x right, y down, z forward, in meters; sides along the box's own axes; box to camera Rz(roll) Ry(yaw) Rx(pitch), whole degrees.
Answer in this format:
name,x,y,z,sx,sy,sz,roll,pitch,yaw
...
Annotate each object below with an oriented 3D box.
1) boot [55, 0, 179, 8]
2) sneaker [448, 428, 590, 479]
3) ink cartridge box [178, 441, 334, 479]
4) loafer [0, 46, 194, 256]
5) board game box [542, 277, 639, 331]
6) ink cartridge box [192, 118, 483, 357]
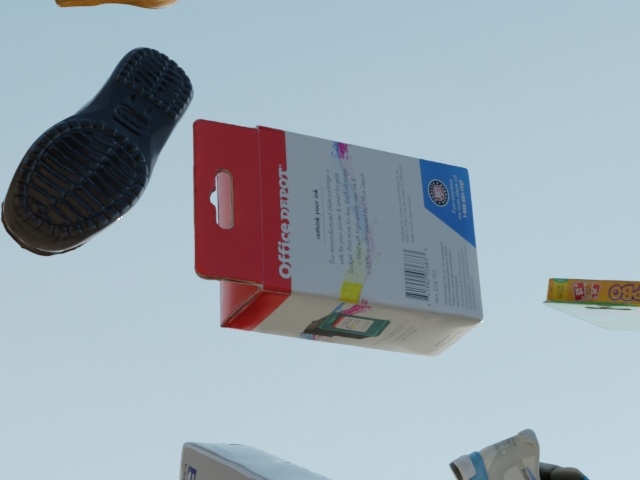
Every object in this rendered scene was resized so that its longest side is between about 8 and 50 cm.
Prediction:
name,x,y,z,sx,sy,sz,roll,pitch,yaw
boot,-0.184,-0.328,1.681,0.211,0.295,0.104,-3,-58,-2
sneaker,0.179,0.218,1.209,0.191,0.083,0.071,54,5,-28
ink cartridge box,-0.039,0.322,1.117,0.071,0.324,0.330,6,-1,-20
loafer,-0.268,-0.088,1.921,0.134,0.366,0.130,40,-48,-4
board game box,0.313,0.066,1.596,0.124,0.039,0.259,1,-5,24
ink cartridge box,0.000,0.000,1.191,0.231,0.134,0.078,10,-29,-24
